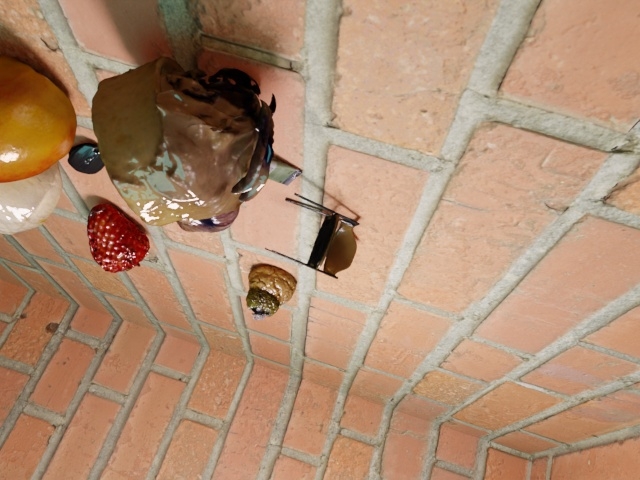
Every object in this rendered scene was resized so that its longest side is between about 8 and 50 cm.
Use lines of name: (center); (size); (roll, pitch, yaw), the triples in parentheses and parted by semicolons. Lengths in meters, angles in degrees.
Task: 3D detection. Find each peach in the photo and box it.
peach: (-0.757, -0.266, 1.265); (0.289, 0.308, 0.289); (21, 158, 9)

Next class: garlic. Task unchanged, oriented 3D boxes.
garlic: (-0.319, -0.104, 1.331); (0.245, 0.160, 0.245); (16, 146, 11)

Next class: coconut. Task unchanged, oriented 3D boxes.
coconut: (-0.942, -0.182, 1.568); (0.328, 0.329, 0.329); (15, 152, 8)

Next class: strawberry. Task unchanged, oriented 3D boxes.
strawberry: (-0.718, -0.015, 1.855); (0.205, 0.205, 0.244); (5, 129, 26)

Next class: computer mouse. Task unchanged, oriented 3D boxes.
computer mouse: (-0.677, -0.231, 1.544); (0.099, 0.057, 0.172); (35, 148, -33)

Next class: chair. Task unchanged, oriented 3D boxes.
chair: (0.000, 0.000, 1.406); (0.246, 0.159, 0.172); (22, 175, -11)

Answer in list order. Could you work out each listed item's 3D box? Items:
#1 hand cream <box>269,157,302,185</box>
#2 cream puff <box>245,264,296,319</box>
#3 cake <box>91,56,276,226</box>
hand cream: (-0.163, -0.191, 1.288); (0.235, 0.055, 0.086); (22, 154, -24)
cream puff: (-0.189, 0.197, 1.888); (0.183, 0.169, 0.183); (14, 152, 8)
cake: (-0.232, -0.212, 1.063); (0.321, 0.332, 0.332); (-14, 145, 8)
